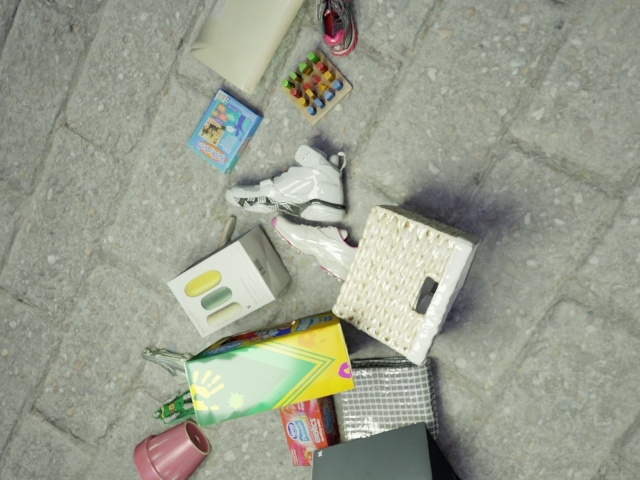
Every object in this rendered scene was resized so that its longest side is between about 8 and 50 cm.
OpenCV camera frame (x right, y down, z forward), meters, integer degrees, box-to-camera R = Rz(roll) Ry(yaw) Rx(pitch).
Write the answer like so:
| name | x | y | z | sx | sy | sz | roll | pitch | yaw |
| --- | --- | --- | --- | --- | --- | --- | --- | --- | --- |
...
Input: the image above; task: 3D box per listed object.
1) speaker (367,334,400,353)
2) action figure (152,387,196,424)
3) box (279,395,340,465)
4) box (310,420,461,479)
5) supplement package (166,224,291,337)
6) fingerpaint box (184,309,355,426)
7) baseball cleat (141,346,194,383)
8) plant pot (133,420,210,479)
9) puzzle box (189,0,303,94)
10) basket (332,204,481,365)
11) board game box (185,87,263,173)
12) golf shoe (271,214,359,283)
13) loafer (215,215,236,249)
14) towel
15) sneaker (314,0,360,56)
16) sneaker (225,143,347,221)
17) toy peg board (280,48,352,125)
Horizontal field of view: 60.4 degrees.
| name | x | y | z | sx | sy | sz | roll | pitch | yaw |
| --- | --- | --- | --- | --- | --- | --- | --- | --- | --- |
| speaker | 0.209 | 0.287 | 1.604 | 0.136 | 0.055 | 0.055 | 28 | 102 | 13 |
| action figure | -0.457 | 0.540 | 1.803 | 0.232 | 0.063 | 0.137 | -29 | 50 | 19 |
| box | -0.034 | 0.529 | 1.634 | 0.128 | 0.122 | 0.257 | -7 | 106 | 17 |
| box | 0.190 | 0.697 | 1.509 | 0.343 | 0.179 | 0.312 | -22 | 121 | 17 |
| supplement package | -0.265 | 0.119 | 1.638 | 0.262 | 0.198 | 0.199 | -29 | 97 | 17 |
| fingerpaint box | -0.112 | 0.310 | 1.452 | 0.371 | 0.445 | 0.163 | -14 | 87 | 1 |
| baseball cleat | -0.500 | 0.416 | 1.814 | 0.206 | 0.072 | 0.109 | 7 | 103 | 19 |
| plant pot | -0.467 | 0.689 | 1.775 | 0.180 | 0.201 | 0.201 | -38 | 83 | 0 |
| puzzle box | -0.197 | -0.666 | 1.603 | 0.272 | 0.052 | 0.409 | 41 | 105 | 29 |
| basket | 0.232 | 0.095 | 1.440 | 0.266 | 0.331 | 0.328 | 24 | 100 | 15 |
| board game box | -0.298 | -0.337 | 1.704 | 0.160 | 0.047 | 0.210 | 37 | 103 | 10 |
| golf shoe | 0.000 | 0.000 | 1.623 | 0.306 | 0.115 | 0.140 | 35 | 93 | 4 |
| loafer | -0.303 | -0.020 | 1.736 | 0.039 | 0.045 | 0.125 | 22 | 103 | 20 |
| towel | 0.189 | 0.466 | 1.591 | 0.283 | 0.121 | 0.235 | -8 | 91 | 17 |
| sneaker | 0.038 | -0.680 | 1.545 | 0.121 | 0.112 | 0.299 | -13 | 90 | 18 |
| sneaker | -0.095 | -0.179 | 1.616 | 0.365 | 0.137 | 0.210 | 9 | 96 | 10 |
| toy peg board | -0.023 | -0.450 | 1.598 | 0.161 | 0.079 | 0.161 | -42 | 83 | 16 |
